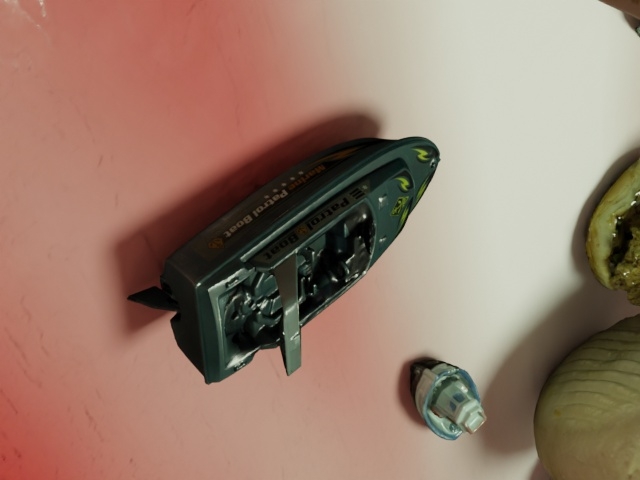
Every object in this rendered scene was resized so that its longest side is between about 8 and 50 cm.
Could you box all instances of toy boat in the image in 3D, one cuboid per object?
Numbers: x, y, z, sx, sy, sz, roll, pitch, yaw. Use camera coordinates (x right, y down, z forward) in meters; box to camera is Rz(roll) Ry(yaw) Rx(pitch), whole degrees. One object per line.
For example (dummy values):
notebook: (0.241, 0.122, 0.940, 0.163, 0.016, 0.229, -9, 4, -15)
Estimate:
toy boat: (0.000, 0.000, 0.845, 0.246, 0.103, 0.093, -36, 142, -33)
toy boat: (0.120, 0.149, 1.166, 0.059, 0.066, 0.140, -47, 146, -8)

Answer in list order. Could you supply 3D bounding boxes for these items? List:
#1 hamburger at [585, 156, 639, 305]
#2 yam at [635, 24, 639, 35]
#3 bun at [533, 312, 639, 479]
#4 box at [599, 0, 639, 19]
hamburger: (0.345, -0.008, 1.276, 0.185, 0.131, 0.159, 4, 100, -55)
yam: (0.446, -0.263, 1.104, 0.348, 0.241, 0.241, -57, 148, -3)
bun: (0.385, 0.190, 1.312, 0.362, 0.326, 0.234, -26, 104, -49)
box: (0.238, -0.173, 0.757, 0.204, 0.365, 0.051, -27, 138, -39)
